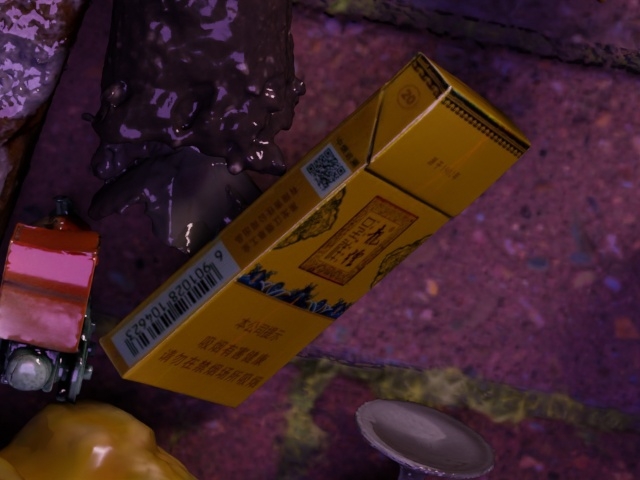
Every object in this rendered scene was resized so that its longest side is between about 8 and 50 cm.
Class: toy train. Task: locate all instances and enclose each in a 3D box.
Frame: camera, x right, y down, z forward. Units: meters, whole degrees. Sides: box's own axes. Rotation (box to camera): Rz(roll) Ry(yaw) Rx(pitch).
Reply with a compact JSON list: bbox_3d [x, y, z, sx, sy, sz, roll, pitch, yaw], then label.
[{"bbox_3d":[-0.173,0.032,1.256,0.074,0.176,0.118,12,106,-5],"label":"toy train"}]

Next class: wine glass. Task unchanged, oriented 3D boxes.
[{"bbox_3d":[0.036,0.233,1.360,0.103,0.103,0.231,18,111,-6],"label":"wine glass"}]

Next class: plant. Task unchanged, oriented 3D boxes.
[{"bbox_3d":[-0.080,-0.094,1.237,0.142,0.131,0.203,-1,123,-1],"label":"plant"}]

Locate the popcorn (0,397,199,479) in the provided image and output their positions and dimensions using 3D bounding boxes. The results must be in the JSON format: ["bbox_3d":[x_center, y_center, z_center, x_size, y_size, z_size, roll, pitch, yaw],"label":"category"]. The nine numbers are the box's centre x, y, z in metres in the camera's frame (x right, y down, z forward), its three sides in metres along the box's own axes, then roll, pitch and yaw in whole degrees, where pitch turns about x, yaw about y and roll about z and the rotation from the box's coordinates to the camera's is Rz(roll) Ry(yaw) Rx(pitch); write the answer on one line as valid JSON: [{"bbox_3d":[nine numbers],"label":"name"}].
[{"bbox_3d":[-0.204,0.254,1.295,0.290,0.321,0.326,29,124,-26],"label":"popcorn"}]

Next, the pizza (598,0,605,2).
[{"bbox_3d":[0.201,-0.247,1.196,0.229,0.081,0.289,-25,79,34],"label":"pizza"}]

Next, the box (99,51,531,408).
[{"bbox_3d":[-0.001,0.001,1.266,0.279,0.153,0.041,-41,64,12],"label":"box"}]

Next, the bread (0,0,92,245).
[{"bbox_3d":[-0.237,-0.124,1.240,0.165,0.113,0.416,20,106,-8],"label":"bread"}]
